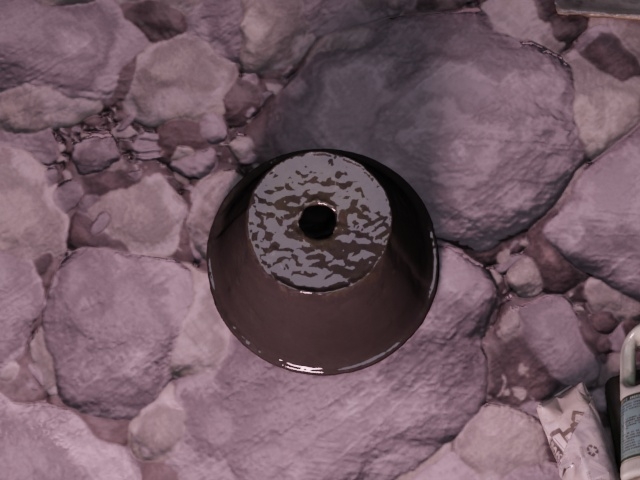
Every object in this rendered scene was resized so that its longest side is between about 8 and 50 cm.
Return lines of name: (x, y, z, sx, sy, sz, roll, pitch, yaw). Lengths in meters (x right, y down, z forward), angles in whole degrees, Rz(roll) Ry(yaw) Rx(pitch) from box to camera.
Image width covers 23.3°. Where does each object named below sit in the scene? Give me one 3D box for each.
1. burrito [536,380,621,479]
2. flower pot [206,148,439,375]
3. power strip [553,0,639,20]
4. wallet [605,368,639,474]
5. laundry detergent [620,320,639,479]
burrito: (0.287, 0.250, 1.661, 0.064, 0.064, 0.203, -17, 71, -3)
flower pot: (0.000, 0.000, 1.694, 0.269, 0.166, 0.269, -1, 71, 2)
power strip: (0.383, -0.356, 1.837, 0.213, 0.064, 0.198, 1, 71, 4)
wallet: (0.439, 0.206, 1.676, 0.245, 0.052, 0.168, -8, 70, 2)
laundry detergent: (0.367, 0.149, 1.654, 0.099, 0.070, 0.225, -13, 59, 32)
